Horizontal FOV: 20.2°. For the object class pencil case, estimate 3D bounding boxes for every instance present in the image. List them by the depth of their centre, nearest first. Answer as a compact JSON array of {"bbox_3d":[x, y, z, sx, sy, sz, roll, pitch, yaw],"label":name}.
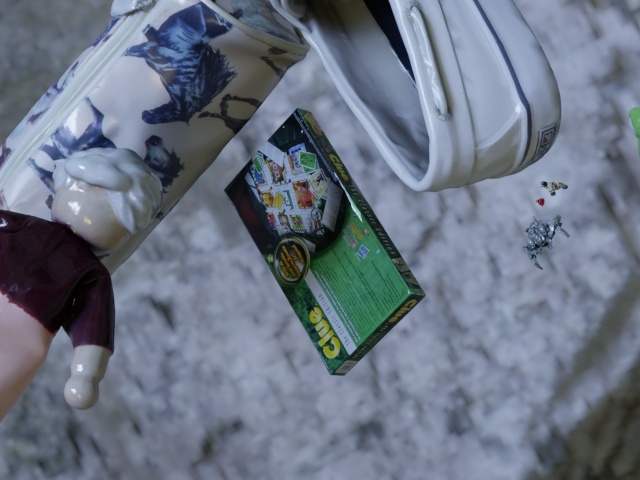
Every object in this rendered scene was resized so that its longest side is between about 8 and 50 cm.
[{"bbox_3d":[-0.204,-0.089,1.656,0.183,0.410,0.160,31,-160,-38],"label":"pencil case"}]

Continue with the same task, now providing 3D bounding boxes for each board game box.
[{"bbox_3d":[0.000,0.000,1.891,0.030,0.136,0.259,10,-138,-51],"label":"board game box"}]

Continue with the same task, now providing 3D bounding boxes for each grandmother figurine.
[{"bbox_3d":[-0.250,0.053,1.419,0.208,0.342,0.104,40,157,-2],"label":"grandmother figurine"}]

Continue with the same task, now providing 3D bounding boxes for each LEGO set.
[{"bbox_3d":[0.203,-0.016,1.649,0.023,0.054,0.083,11,-110,-38],"label":"LEGO set"}]

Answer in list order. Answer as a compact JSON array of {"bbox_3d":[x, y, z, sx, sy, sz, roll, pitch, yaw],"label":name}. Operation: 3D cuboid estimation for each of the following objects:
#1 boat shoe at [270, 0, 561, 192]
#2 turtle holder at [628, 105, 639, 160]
[{"bbox_3d":[0.012,-0.138,0.876,0.267,0.088,0.096,62,145,11],"label":"boat shoe"},{"bbox_3d":[0.443,-0.094,1.544,0.227,0.320,0.243,51,176,48],"label":"turtle holder"}]
